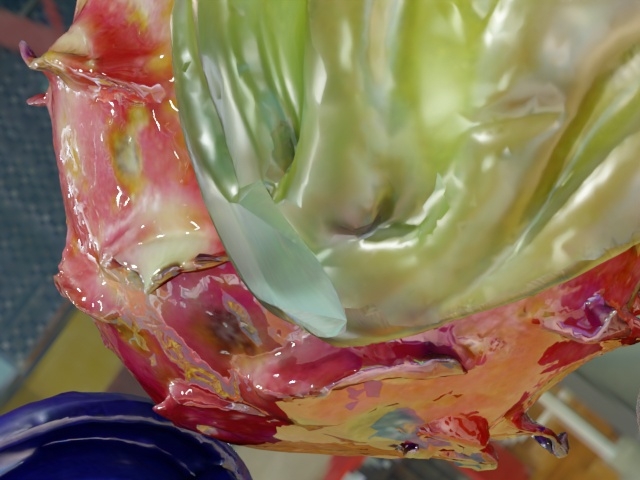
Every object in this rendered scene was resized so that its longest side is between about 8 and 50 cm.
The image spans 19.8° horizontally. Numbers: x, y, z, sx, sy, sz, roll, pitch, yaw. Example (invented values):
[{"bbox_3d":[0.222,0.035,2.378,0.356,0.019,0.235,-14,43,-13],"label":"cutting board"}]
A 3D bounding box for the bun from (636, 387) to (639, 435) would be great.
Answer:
[{"bbox_3d":[0.310,0.169,1.090,0.293,0.293,0.187,-125,55,-79],"label":"bun"}]

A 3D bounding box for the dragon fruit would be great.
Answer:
[{"bbox_3d":[0.000,0.000,1.008,0.249,0.371,0.386,-69,-16,-3],"label":"dragon fruit"}]

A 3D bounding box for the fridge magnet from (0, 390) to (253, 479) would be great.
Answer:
[{"bbox_3d":[-0.149,0.217,1.109,0.265,0.265,0.112,-52,37,2],"label":"fridge magnet"}]

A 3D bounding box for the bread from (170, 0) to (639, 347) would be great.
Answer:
[{"bbox_3d":[0.021,-0.067,0.619,0.158,0.156,0.260,-37,11,-21],"label":"bread"}]
